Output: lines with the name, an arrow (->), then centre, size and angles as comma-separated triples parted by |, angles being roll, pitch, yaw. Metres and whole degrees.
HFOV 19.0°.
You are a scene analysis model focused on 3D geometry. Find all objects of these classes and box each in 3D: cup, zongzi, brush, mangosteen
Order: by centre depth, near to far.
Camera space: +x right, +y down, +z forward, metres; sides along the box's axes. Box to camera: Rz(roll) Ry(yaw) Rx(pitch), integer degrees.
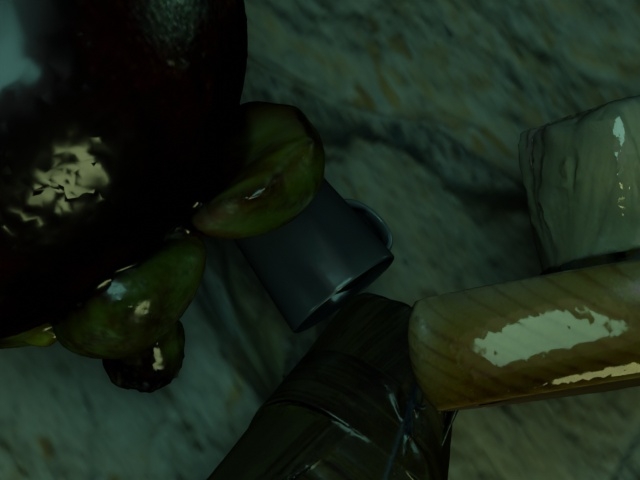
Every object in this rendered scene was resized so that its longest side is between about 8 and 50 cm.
mangosteen -> -0.176, -0.079, 1.069 | 0.330, 0.330, 0.330 | 1, 80, -5
brush -> 0.157, 0.008, 1.123 | 0.267, 0.174, 0.166 | -7, 83, -34
zongzi -> 0.051, 0.175, 1.156 | 0.242, 0.112, 0.221 | 46, 66, -17
cup -> 0.000, 0.000, 1.190 | 0.100, 0.078, 0.077 | -28, 78, -44
